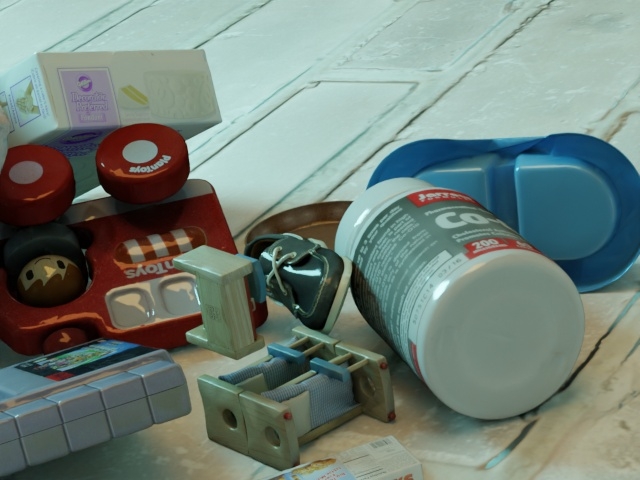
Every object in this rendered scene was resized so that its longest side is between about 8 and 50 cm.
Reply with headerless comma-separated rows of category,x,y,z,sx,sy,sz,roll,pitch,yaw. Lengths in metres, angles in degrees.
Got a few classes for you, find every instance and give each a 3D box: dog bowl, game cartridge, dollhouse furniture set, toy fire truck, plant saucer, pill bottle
dog bowl,0.196,-0.033,2.046,0.297,0.166,0.074,-2,11,19
game cartridge,-0.263,0.148,1.782,0.230,0.068,0.355,-22,7,-18
dollhouse furniture set,-0.030,0.090,1.792,0.129,0.184,0.129,-26,27,-35
toy fire truck,-0.228,0.027,2.084,0.302,0.169,0.254,-12,43,-12
plant saucer,0.000,0.000,2.204,0.168,0.029,0.168,-7,23,3
pill bottle,0.121,0.043,1.876,0.161,0.161,0.283,-15,23,-14

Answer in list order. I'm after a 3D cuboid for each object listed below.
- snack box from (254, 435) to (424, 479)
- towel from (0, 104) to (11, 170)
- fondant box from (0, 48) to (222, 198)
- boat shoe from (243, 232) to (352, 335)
snack box,-0.005,0.213,1.700,0.178,0.022,0.064,-17,24,-17
towel,-0.413,-0.028,2.096,0.053,0.317,0.332,12,13,-25
fondant box,-0.310,-0.123,2.290,0.238,0.096,0.330,-6,-13,-43
boat shoe,-0.023,0.039,1.938,0.079,0.084,0.233,18,5,-15
